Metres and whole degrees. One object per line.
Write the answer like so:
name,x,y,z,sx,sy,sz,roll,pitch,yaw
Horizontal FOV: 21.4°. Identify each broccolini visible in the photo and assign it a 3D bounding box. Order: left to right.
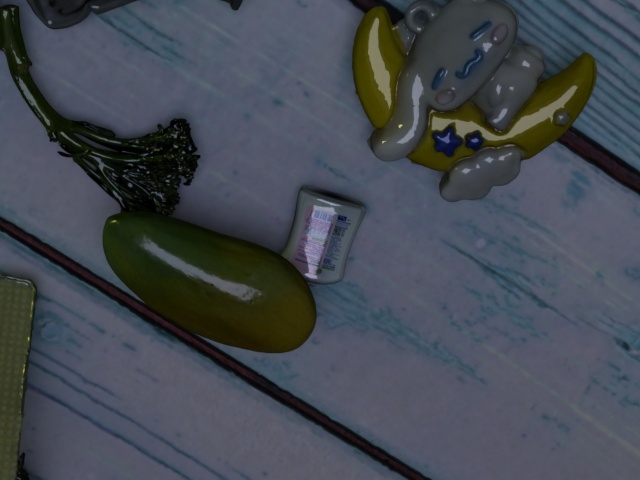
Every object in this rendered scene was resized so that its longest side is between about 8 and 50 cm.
broccolini,-0.219,-0.134,1.686,0.123,0.062,0.271,-36,109,1

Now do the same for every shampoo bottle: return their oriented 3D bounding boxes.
shampoo bottle,0.000,0.000,1.751,0.072,0.043,0.099,15,103,-7

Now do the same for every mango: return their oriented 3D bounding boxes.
mango,-0.114,0.043,1.713,0.237,0.137,0.091,23,57,-7

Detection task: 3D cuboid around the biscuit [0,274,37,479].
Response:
biscuit,-0.366,0.151,1.692,0.150,0.052,0.252,6,65,-12

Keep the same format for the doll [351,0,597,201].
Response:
doll,0.145,-0.168,1.686,0.237,0.111,0.252,42,107,-11

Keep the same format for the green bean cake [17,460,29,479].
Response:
green bean cake,-0.398,0.284,1.721,0.208,0.193,0.107,-19,99,0

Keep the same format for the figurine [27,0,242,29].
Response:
figurine,-0.179,-0.346,1.590,0.285,0.167,0.343,14,103,-8
